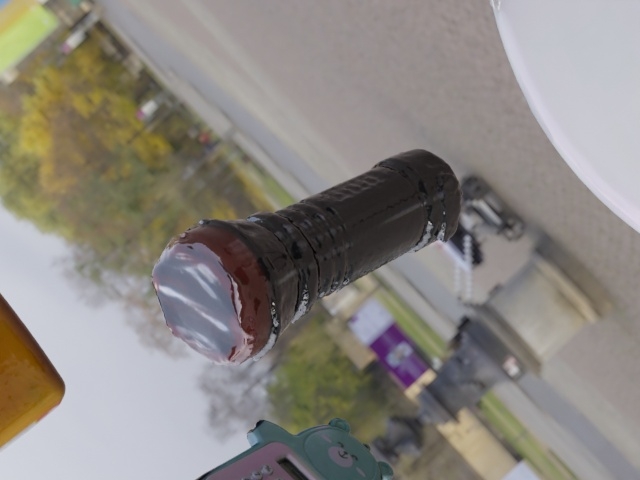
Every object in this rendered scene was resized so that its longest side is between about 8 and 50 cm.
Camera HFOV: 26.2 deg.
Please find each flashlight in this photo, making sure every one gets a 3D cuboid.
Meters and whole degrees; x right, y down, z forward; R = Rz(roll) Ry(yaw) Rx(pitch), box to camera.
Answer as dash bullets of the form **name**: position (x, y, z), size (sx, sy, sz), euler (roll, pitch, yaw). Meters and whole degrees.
- **flashlight**: position (0.000, 0.000, 0.896), size (0.093, 0.232, 0.093), euler (20, 122, 35)

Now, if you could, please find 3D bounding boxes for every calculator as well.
- **calculator**: position (-0.014, 0.137, 0.747), size (0.094, 0.019, 0.141), euler (41, -145, 21)

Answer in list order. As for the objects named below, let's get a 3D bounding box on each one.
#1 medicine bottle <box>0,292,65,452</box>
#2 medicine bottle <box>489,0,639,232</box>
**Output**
- **medicine bottle**: position (-0.340, 0.138, 1.130), size (0.149, 0.222, 0.112), euler (54, 156, -4)
- **medicine bottle**: position (0.239, -0.133, 0.478), size (0.213, 0.379, 0.213), euler (21, 123, 36)
